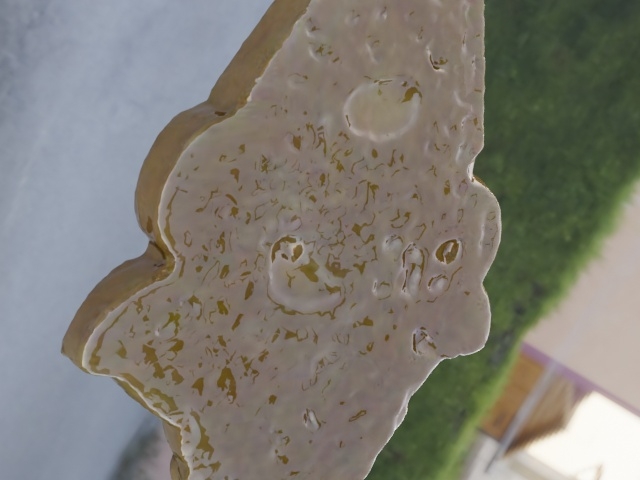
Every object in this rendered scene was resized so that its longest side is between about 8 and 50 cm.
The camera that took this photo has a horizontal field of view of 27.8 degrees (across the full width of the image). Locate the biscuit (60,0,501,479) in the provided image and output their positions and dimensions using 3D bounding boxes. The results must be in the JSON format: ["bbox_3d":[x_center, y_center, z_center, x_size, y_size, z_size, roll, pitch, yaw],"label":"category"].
[{"bbox_3d":[0.000,0.000,0.433,0.162,0.035,0.250,10,103,-41],"label":"biscuit"}]
